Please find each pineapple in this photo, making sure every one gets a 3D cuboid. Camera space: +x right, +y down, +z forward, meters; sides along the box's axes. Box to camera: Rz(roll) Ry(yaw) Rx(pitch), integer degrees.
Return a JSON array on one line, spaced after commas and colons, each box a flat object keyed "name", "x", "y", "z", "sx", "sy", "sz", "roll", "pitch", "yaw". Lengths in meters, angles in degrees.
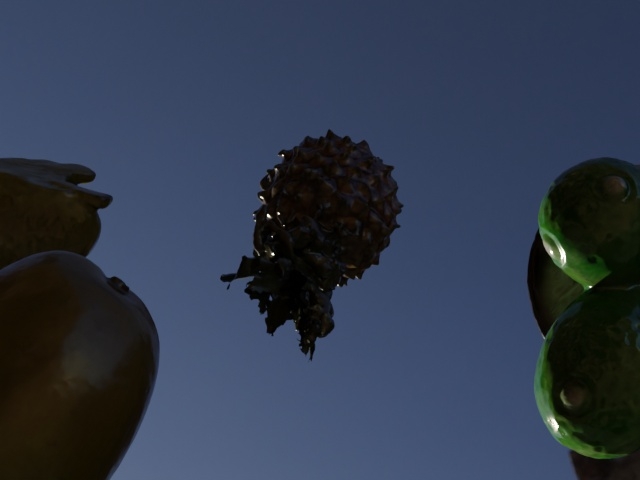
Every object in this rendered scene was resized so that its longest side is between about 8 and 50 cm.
[{"name": "pineapple", "x": 0.000, "y": 0.000, "z": 1.129, "sx": 0.175, "sy": 0.361, "sz": 0.175, "roll": 2, "pitch": -65, "yaw": 4}]

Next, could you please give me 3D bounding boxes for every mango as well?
[{"name": "mango", "x": -0.143, "y": 0.088, "z": 0.422, "sx": 0.195, "sy": 0.130, "sz": 0.092, "roll": -44, "pitch": -66, "yaw": -17}]

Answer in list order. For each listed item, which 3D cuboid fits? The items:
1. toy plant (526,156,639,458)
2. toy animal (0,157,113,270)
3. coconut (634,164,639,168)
[{"name": "toy plant", "x": 0.236, "y": 0.044, "z": 0.818, "sx": 0.175, "sy": 0.235, "sz": 0.218, "roll": -4, "pitch": -87, "yaw": 35}, {"name": "toy animal", "x": -0.340, "y": 0.074, "z": 1.281, "sx": 0.180, "sy": 0.181, "sz": 0.362, "roll": -9, "pitch": -64, "yaw": -28}, {"name": "coconut", "x": 0.299, "y": -0.018, "z": 0.987, "sx": 0.110, "sy": 0.124, "sz": 0.110, "roll": 17, "pitch": -58, "yaw": 28}]
